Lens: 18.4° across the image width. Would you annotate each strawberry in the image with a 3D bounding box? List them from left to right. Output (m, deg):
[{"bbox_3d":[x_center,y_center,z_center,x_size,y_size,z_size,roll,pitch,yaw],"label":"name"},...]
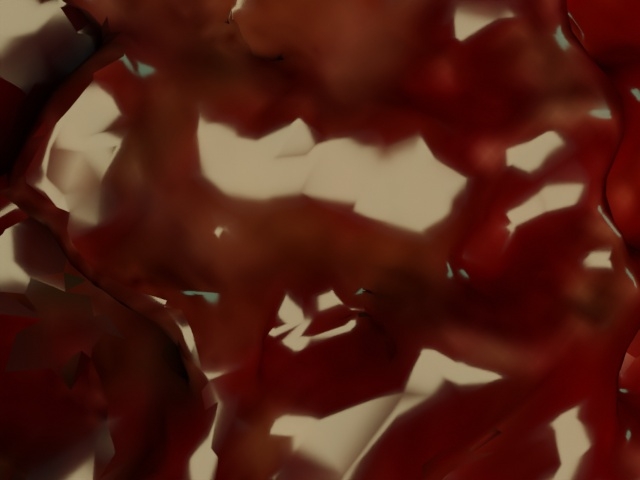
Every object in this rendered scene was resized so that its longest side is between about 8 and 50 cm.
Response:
[{"bbox_3d":[0.000,0.000,0.499,0.317,0.295,0.345,36,54,-4],"label":"strawberry"}]
